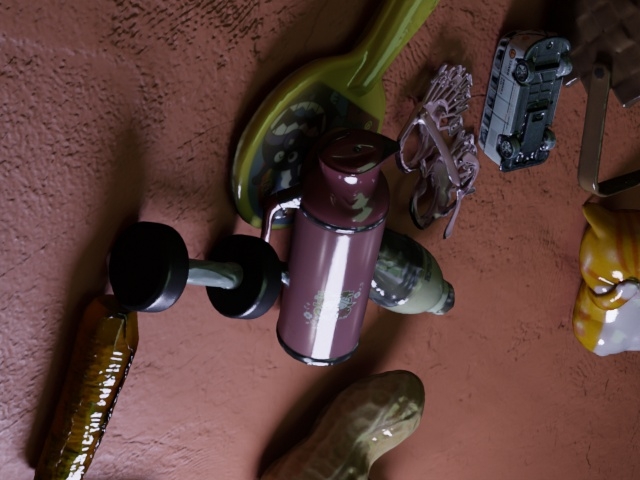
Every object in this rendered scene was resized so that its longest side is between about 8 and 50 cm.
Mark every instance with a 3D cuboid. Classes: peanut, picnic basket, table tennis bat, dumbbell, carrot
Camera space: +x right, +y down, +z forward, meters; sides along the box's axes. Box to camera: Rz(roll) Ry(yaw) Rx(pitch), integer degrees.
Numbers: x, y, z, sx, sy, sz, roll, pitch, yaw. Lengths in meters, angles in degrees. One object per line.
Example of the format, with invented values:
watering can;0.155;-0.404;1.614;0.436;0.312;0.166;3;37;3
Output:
peanut;0.032;0.295;1.901;0.298;0.136;0.120;-47;140;-11
picnic basket;0.456;-0.227;1.828;0.254;0.291;0.321;-17;122;-40
table tennis bat;0.027;-0.165;1.599;0.369;0.054;0.224;-55;146;7
dumbbell;-0.138;0.036;1.531;0.191;0.100;0.100;9;111;-51
carrot;-0.266;0.181;1.535;0.070;0.070;0.260;-1;121;-48

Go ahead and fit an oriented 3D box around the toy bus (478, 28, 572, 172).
toy bus;0.268;-0.193;1.813;0.087;0.089;0.194;-14;128;-30

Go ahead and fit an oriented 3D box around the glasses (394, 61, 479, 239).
glasses;0.179;-0.118;1.775;0.162;0.095;0.255;-57;151;-31

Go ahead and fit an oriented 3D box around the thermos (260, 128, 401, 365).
thermos;0.006;-0.004;1.633;0.109;0.136;0.330;-56;163;-45

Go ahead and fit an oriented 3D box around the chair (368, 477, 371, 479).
chair;0.067;0.485;2.052;0.203;0.274;0.190;-48;120;-6

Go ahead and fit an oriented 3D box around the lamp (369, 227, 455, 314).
lamp;0.094;0.039;1.803;0.250;0.101;0.101;28;96;-42

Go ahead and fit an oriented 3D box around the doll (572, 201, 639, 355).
doll;0.496;0.068;2.225;0.166;0.162;0.270;-9;137;-7
